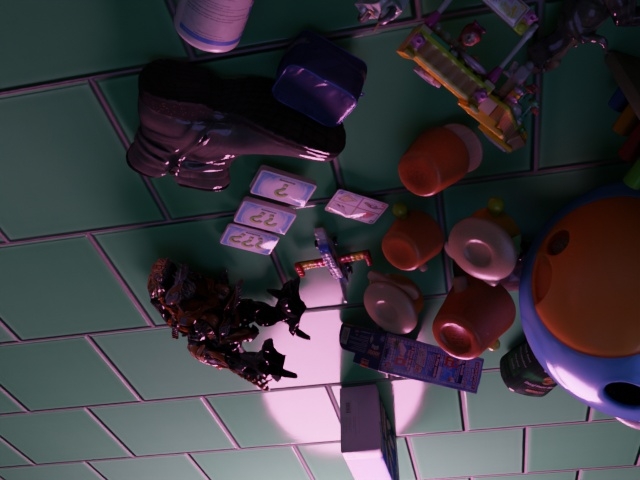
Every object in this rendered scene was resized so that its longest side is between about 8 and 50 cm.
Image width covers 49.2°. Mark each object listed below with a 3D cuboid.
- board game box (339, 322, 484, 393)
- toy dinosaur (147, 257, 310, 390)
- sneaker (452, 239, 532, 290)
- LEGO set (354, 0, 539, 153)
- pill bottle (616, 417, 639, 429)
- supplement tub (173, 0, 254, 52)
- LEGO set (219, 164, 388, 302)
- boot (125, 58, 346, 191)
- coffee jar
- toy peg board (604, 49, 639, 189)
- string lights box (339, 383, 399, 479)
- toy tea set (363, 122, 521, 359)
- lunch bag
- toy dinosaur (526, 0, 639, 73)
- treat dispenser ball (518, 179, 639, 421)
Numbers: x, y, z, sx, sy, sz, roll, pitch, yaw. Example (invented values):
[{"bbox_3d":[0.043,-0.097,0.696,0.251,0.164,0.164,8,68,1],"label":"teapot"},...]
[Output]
[{"bbox_3d":[0.146,0.188,1.109,0.194,0.060,0.194,17,173,-16],"label":"board game box"},{"bbox_3d":[-0.141,0.135,1.098,0.218,0.164,0.322,-1,160,24],"label":"toy dinosaur"},{"bbox_3d":[0.283,0.031,0.992,0.188,0.066,0.071,-7,138,8],"label":"sneaker"},{"bbox_3d":[0.173,-0.182,0.716,0.287,0.132,0.107,31,104,-35],"label":"LEGO set"},{"bbox_3d":[0.574,0.223,1.106,0.283,0.161,0.161,16,140,-39],"label":"pill bottle"},{"bbox_3d":[-0.097,-0.243,0.674,0.071,0.071,0.107,15,138,-16],"label":"supplement tub"},{"bbox_3d":[0.000,0.000,0.970,0.244,0.060,0.182,15,141,-19],"label":"LEGO set"},{"bbox_3d":[-0.104,-0.116,0.832,0.246,0.083,0.161,15,145,-7],"label":"boot"},{"bbox_3d":[0.386,0.186,1.162,0.096,0.079,0.184,14,137,-16],"label":"coffee jar"},{"bbox_3d":[0.380,-0.111,0.745,0.161,0.160,0.079,13,132,-13],"label":"toy peg board"},{"bbox_3d":[0.100,0.408,1.385,0.077,0.133,0.259,-9,139,10],"label":"string lights box"},{"bbox_3d":[0.178,0.005,0.913,0.200,0.124,0.336,28,135,24],"label":"toy tea set"},{"bbox_3d":[0.004,-0.176,0.755,0.098,0.065,0.067,26,148,-18],"label":"lunch bag"},{"bbox_3d":[0.303,-0.249,0.672,0.118,0.064,0.268,17,134,-8],"label":"toy dinosaur"},{"bbox_3d":[0.386,0.069,0.837,0.288,0.288,0.288,1,140,0],"label":"treat dispenser ball"}]
